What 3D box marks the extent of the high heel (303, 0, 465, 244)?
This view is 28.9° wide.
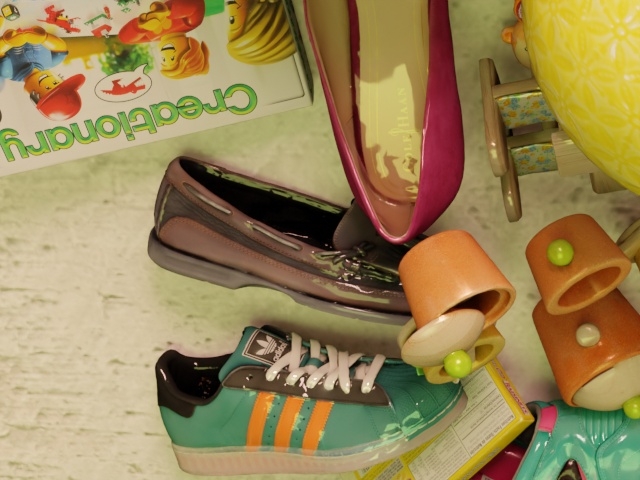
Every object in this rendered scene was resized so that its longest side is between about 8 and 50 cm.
[{"bbox_3d":[0.036,-0.189,0.910,0.127,0.181,0.377,-14,114,17],"label":"high heel"}]

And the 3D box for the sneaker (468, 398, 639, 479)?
[{"bbox_3d":[0.212,0.259,1.153,0.178,0.124,0.295,12,122,6],"label":"sneaker"}]

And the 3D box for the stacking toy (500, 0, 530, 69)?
[{"bbox_3d":[0.165,-0.248,0.893,0.175,0.165,0.301,5,130,10],"label":"stacking toy"}]

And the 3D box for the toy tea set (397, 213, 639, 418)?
[{"bbox_3d":[0.185,0.074,0.966,0.336,0.124,0.200,-6,147,-35],"label":"toy tea set"}]

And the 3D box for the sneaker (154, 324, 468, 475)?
[{"bbox_3d":[-0.022,0.136,1.124,0.302,0.108,0.121,-12,111,25],"label":"sneaker"}]

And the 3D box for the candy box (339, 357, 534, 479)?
[{"bbox_3d":[0.099,0.185,1.150,0.027,0.105,0.206,9,132,-47],"label":"candy box"}]

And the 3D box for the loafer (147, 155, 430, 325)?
[{"bbox_3d":[0.000,0.000,1.065,0.303,0.109,0.095,11,114,6],"label":"loafer"}]

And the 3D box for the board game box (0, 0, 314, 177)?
[{"bbox_3d":[-0.175,-0.167,0.996,0.305,0.053,0.193,-13,124,7],"label":"board game box"}]

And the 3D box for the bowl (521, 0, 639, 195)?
[{"bbox_3d":[0.241,-0.158,0.664,0.289,0.156,0.289,-2,82,18],"label":"bowl"}]

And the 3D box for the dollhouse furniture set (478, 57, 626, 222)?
[{"bbox_3d":[0.225,-0.082,0.893,0.212,0.161,0.242,-9,151,14],"label":"dollhouse furniture set"}]
